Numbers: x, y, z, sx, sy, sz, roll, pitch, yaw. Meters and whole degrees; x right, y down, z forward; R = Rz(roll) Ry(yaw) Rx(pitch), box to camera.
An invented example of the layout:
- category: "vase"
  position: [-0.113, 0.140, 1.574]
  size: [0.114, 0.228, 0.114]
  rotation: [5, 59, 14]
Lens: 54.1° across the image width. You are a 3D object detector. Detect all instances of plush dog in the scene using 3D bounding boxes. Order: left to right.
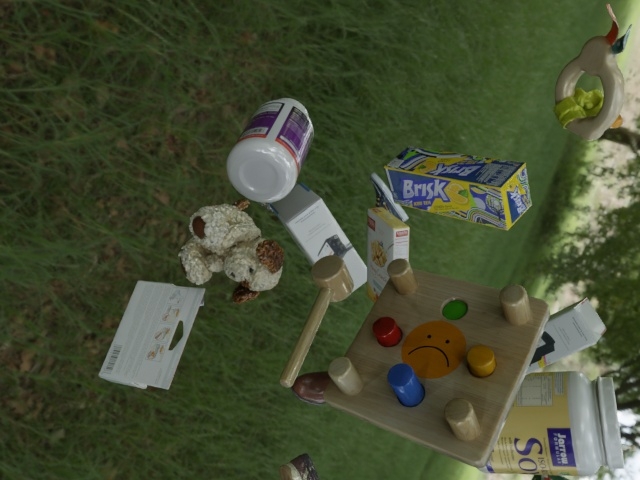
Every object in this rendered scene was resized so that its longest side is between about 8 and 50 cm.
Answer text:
- category: "plush dog"
  position: [-0.185, 0.027, 1.480]
  size: [0.210, 0.225, 0.262]
  rotation: [-38, 170, -38]

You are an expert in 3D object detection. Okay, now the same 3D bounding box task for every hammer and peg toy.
- category: "hammer and peg toy"
  position: [0.118, 0.159, 0.925]
  size: [0.266, 0.361, 0.127]
  rotation: [-57, 139, -26]

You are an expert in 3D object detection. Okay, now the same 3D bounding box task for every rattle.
- category: "rattle"
  position: [0.460, -0.259, 0.967]
  size: [0.130, 0.142, 0.200]
  rotation: [-103, -162, -55]

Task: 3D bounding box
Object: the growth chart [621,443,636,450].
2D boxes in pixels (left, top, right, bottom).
- category: "growth chart"
  position: [0.799, 0.615, 1.890]
  size: [0.237, 0.171, 0.021]
  rotation: [121, -18, -67]

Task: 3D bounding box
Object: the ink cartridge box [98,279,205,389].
- category: "ink cartridge box"
  position: [-0.421, 0.244, 1.621]
  size: [0.060, 0.238, 0.275]
  rotation: [51, 49, -52]

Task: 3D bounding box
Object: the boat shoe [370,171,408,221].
- category: "boat shoe"
  position: [0.192, -0.119, 1.959]
  size: [0.083, 0.183, 0.065]
  rotation: [-35, -176, 10]

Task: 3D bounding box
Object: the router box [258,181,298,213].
- category: "router box"
  position: [-0.149, -0.167, 2.128]
  size: [0.133, 0.046, 0.179]
  rotation: [-40, 159, 7]

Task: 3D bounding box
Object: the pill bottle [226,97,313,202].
- category: "pill bottle"
  position: [-0.122, -0.254, 1.666]
  size: [0.323, 0.181, 0.182]
  rotation: [-72, 172, -51]

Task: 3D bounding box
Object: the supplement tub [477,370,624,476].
- category: "supplement tub"
  position: [0.532, 0.436, 1.501]
  size: [0.241, 0.331, 0.241]
  rotation: [-8, 90, -65]

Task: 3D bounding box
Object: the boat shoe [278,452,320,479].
- category: "boat shoe"
  position: [0.000, 0.662, 1.548]
  size: [0.092, 0.285, 0.103]
  rotation: [-29, 180, -26]

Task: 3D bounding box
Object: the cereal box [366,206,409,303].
- category: "cereal box"
  position: [0.162, 0.055, 1.536]
  size: [0.173, 0.047, 0.240]
  rotation: [-133, -142, -65]

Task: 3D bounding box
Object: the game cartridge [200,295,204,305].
- category: "game cartridge"
  position: [-0.454, 0.215, 2.294]
  size: [0.083, 0.055, 0.017]
  rotation: [-106, -170, -60]

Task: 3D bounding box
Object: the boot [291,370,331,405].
- category: "boot"
  position: [0.081, 0.339, 1.659]
  size: [0.280, 0.264, 0.096]
  rotation: [117, -22, -45]

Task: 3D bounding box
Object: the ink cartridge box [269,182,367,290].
- category: "ink cartridge box"
  position: [0.000, 0.000, 1.901]
  size: [0.129, 0.223, 0.307]
  rotation: [-36, 114, -5]

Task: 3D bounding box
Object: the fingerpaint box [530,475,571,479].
- category: "fingerpaint box"
  position: [0.625, 0.860, 1.579]
  size: [0.445, 0.371, 0.163]
  rotation: [-67, 172, 20]

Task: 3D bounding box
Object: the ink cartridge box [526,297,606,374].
- category: "ink cartridge box"
  position: [0.430, 0.186, 1.180]
  size: [0.175, 0.072, 0.127]
  rotation: [-36, 166, 30]

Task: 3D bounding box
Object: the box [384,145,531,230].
- category: "box"
  position: [0.158, -0.065, 0.740]
  size: [0.054, 0.168, 0.059]
  rotation: [-39, 126, -27]
